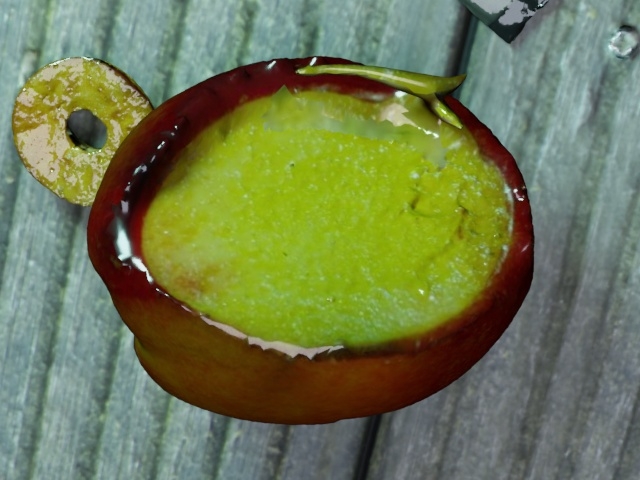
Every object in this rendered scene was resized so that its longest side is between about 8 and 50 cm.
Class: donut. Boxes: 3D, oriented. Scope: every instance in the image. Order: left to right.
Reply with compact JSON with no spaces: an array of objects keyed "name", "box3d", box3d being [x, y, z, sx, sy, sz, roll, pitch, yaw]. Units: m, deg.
[{"name":"donut","box3d":[-0.227,-0.110,1.641,0.151,0.058,0.152,-1,107,-2]}]

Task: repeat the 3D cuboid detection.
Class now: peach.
[{"name":"peach","box3d":[-0.017,0.007,1.558,0.405,0.310,0.335,-7,74,-14]}]

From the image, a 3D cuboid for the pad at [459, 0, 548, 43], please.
[{"name":"pad","box3d":[0.195,-0.328,1.607,0.174,0.022,0.233,38,104,-14]}]
